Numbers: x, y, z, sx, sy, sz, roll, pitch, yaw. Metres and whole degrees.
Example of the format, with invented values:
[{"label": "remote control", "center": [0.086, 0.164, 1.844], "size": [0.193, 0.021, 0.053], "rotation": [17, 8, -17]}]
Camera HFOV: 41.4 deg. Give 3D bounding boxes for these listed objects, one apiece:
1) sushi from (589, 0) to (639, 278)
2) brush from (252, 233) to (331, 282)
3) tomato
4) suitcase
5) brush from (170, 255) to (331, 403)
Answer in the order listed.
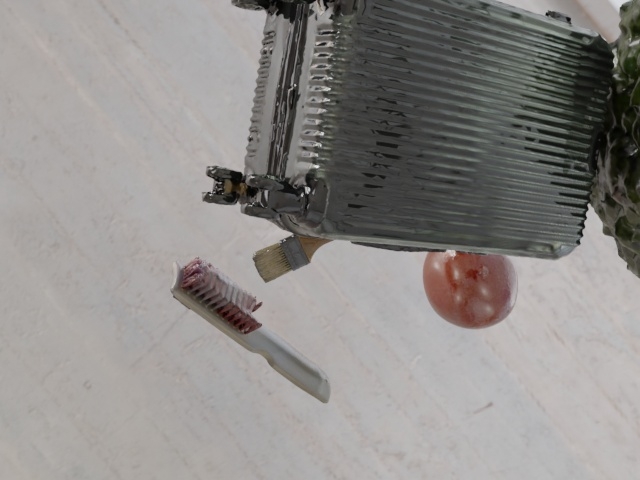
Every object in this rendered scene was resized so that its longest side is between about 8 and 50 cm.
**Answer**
[{"label": "sushi", "center": [0.401, -0.112, 0.719], "size": [0.351, 0.294, 0.178], "rotation": [-6, 42, -8]}, {"label": "brush", "center": [0.000, 0.000, 1.022], "size": [0.170, 0.014, 0.043], "rotation": [-24, 110, 1]}, {"label": "tomato", "center": [0.248, 0.072, 1.403], "size": [0.167, 0.167, 0.167], "rotation": [13, 61, -25]}, {"label": "suitcase", "center": [0.078, -0.089, 0.646], "size": [0.312, 0.128, 0.202], "rotation": [6, 96, -32]}, {"label": "brush", "center": [-0.077, 0.124, 1.154], "size": [0.321, 0.050, 0.060], "rotation": [43, 27, -35]}]
